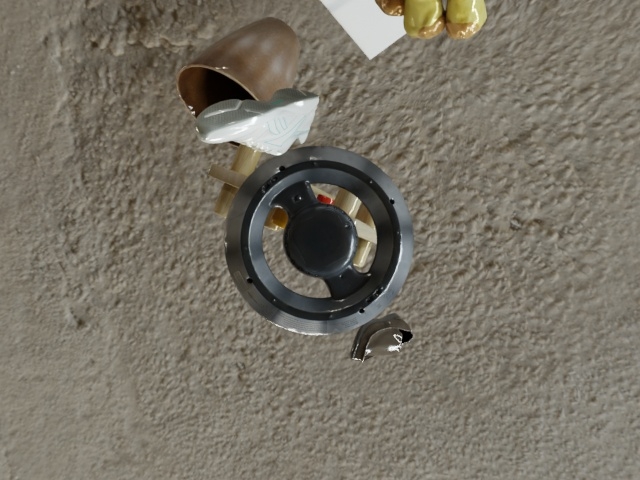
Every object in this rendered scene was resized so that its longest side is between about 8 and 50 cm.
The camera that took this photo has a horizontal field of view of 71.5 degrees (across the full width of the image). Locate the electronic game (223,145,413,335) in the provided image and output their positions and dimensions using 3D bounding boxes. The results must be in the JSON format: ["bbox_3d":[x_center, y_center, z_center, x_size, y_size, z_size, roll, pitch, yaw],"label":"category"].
[{"bbox_3d":[0.000,0.000,0.538,0.230,0.048,0.228,0,89,-6],"label":"electronic game"}]

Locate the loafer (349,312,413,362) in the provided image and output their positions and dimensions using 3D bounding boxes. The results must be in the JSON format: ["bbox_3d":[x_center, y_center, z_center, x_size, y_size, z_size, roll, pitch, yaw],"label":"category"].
[{"bbox_3d":[0.145,0.219,0.994,0.079,0.220,0.080,26,114,31],"label":"loafer"}]

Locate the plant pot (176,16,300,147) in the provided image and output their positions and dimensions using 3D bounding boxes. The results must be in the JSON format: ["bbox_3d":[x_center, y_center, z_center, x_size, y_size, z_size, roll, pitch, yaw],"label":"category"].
[{"bbox_3d":[-0.141,-0.347,0.922,0.216,0.230,0.215,23,156,11],"label":"plant pot"}]

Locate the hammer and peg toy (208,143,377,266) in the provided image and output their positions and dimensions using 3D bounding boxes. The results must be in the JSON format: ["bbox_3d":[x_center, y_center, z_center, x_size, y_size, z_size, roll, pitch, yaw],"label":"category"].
[{"bbox_3d":[-0.015,-0.049,0.809,0.266,0.361,0.127,23,92,17],"label":"hammer and peg toy"}]

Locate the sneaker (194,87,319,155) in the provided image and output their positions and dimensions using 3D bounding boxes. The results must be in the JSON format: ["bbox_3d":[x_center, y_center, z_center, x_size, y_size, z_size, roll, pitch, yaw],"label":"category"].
[{"bbox_3d":[-0.056,-0.110,0.444,0.054,0.152,0.061,30,128,30],"label":"sneaker"}]

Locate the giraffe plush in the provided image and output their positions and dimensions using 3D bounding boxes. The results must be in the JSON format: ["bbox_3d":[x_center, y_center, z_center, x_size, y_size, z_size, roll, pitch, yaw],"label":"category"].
[{"bbox_3d":[0.146,-0.361,0.543,0.182,0.170,0.210,9,116,14],"label":"giraffe plush"}]

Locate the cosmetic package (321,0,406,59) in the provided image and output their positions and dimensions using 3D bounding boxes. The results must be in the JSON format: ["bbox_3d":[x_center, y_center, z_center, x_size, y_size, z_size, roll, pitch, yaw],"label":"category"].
[{"bbox_3d":[0.052,-0.545,0.863,0.155,0.366,0.196,-31,70,21],"label":"cosmetic package"}]
